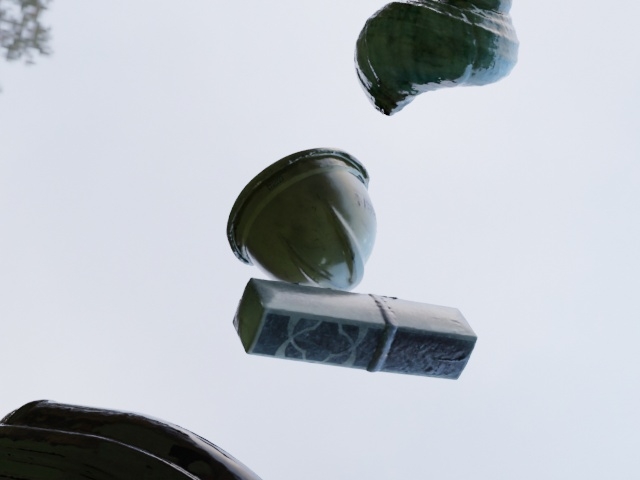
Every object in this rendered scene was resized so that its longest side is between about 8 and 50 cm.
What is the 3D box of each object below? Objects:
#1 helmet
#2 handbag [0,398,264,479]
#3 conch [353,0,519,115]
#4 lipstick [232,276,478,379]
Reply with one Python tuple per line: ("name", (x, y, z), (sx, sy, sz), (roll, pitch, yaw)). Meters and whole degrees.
("helmet", (0.003, 0.004, 1.518), (0.204, 0.257, 0.137), (-37, -116, 5))
("handbag", (-0.123, 0.217, 0.813), (0.308, 0.254, 0.093), (-1, -139, 41))
("conch", (0.126, -0.216, 1.273), (0.188, 0.176, 0.122), (-21, -72, 2))
("lipstick", (0.040, 0.105, 1.388), (0.077, 0.289, 0.076), (-68, -153, 25))
